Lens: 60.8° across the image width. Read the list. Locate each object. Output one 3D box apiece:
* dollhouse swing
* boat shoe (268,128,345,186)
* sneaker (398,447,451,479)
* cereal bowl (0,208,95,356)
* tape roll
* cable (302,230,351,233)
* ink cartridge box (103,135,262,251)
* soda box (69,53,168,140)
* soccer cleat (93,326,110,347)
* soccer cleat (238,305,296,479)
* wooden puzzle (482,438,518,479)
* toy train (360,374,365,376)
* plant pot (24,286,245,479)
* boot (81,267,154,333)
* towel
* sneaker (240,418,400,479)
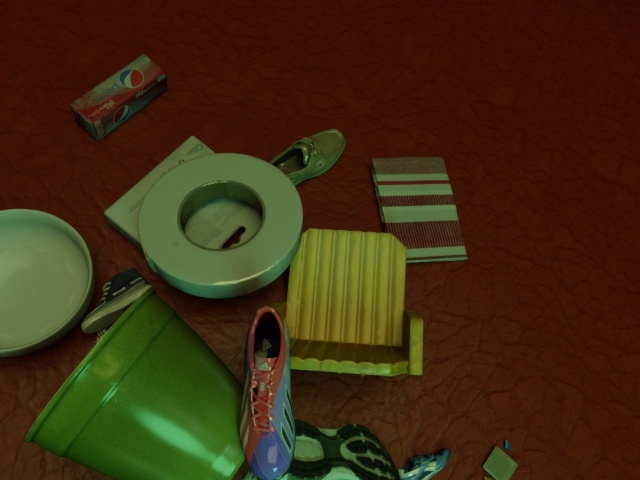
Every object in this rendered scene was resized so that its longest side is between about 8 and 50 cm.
[{"bbox_3d":[0.058,0.123,1.265,0.347,0.315,0.304,4,89,4],"label":"dollhouse swing"},{"bbox_3d":[-0.042,-0.234,1.533,0.302,0.098,0.109,-36,77,-22],"label":"boat shoe"},{"bbox_3d":[0.245,0.526,1.283,0.144,0.053,0.059,-29,73,-22],"label":"sneaker"},{"bbox_3d":[-0.684,0.104,1.236,0.339,0.141,0.338,4,66,-10],"label":"cereal bowl"},{"bbox_3d":[-0.236,-0.045,1.313,0.393,0.072,0.391,1,58,-2],"label":"tape roll"},{"bbox_3d":[0.000,0.000,1.454,0.288,0.072,0.139,23,64,0],"label":"cable"},{"bbox_3d":[-0.322,-0.068,1.424,0.330,0.071,0.324,39,64,5],"label":"ink cartridge box"},{"bbox_3d":[-0.553,-0.399,1.515,0.092,0.083,0.263,40,65,7],"label":"soda box"},{"bbox_3d":[-0.509,0.235,1.276,0.036,0.029,0.083,-3,63,-8],"label":"soccer cleat"},{"bbox_3d":[-0.103,0.279,1.026,0.109,0.116,0.318,-2,60,0],"label":"soccer cleat"},{"bbox_3d":[0.437,0.551,1.332,0.116,0.014,0.078,-37,82,-23],"label":"wooden puzzle"},{"bbox_3d":[0.091,0.261,1.376,0.125,0.046,0.166,10,68,7],"label":"toy train"},{"bbox_3d":[-0.319,0.346,1.113,0.353,0.366,0.366,38,65,-6],"label":"plant pot"},{"bbox_3d":[-0.495,0.141,1.293,0.086,0.069,0.190,44,47,15],"label":"boot"},{"bbox_3d":[0.281,-0.092,1.572,0.237,0.037,0.328,-3,69,-15],"label":"towel"},{"bbox_3d":[0.001,0.499,1.181,0.411,0.182,0.158,25,31,-32],"label":"sneaker"}]
